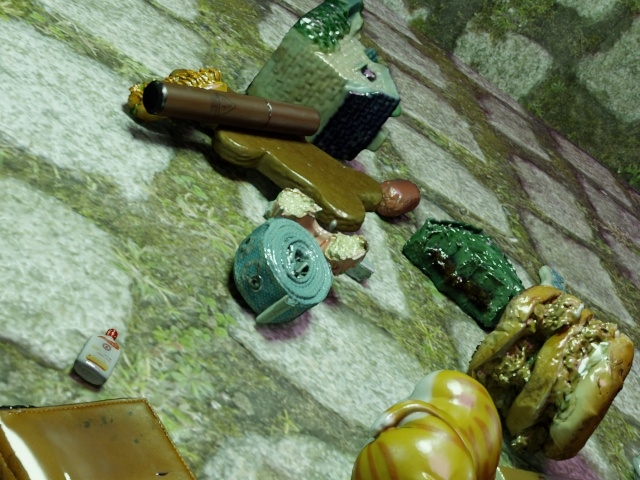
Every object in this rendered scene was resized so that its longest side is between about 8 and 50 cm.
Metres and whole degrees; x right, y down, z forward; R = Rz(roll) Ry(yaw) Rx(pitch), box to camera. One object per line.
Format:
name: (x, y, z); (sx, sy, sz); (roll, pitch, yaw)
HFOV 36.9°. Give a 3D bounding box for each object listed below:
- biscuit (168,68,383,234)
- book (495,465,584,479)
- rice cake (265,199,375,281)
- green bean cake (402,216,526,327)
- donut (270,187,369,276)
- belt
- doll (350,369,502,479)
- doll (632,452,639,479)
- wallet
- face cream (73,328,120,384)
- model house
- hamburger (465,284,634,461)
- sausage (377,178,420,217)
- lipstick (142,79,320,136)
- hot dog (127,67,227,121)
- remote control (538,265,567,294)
biscuit: (-0.091, -0.157, 1.662); (0.432, 0.064, 0.283); (34, 23, 6)
book: (0.390, 0.435, 1.416); (0.296, 0.020, 0.207); (19, 31, -39)
rice cake: (0.000, 0.000, 1.572); (0.211, 0.034, 0.043); (34, 21, -14)
green bean cake: (0.279, 0.061, 1.794); (0.193, 0.107, 0.208); (15, 36, -47)
donut: (-0.013, 0.002, 1.471); (0.166, 0.117, 0.065); (36, 51, 13)
belt: (-0.057, 0.044, 1.357); (0.163, 0.082, 0.147); (2, 55, -59)
doll: (0.128, 0.266, 1.157); (0.162, 0.166, 0.270); (45, 27, 14)
doll: (0.592, 0.419, 1.674); (0.102, 0.075, 0.227); (30, 34, 0)
wallet: (-0.208, 0.218, 0.891); (0.196, 0.042, 0.161); (3, 39, -51)
face cream: (-0.236, 0.121, 1.032); (0.040, 0.021, 0.083); (36, 24, -12)
model house: (0.048, -0.318, 1.950); (0.284, 0.243, 0.298); (45, 35, -2)
hamburger: (0.356, 0.217, 1.511); (0.211, 0.260, 0.245); (33, -24, 21)
sausage: (0.150, -0.086, 1.897); (0.076, 0.076, 0.141); (48, 25, 17)
lipstick: (-0.136, -0.212, 1.565); (0.357, 0.057, 0.057); (2, 45, -49)
hot dog: (-0.227, -0.240, 1.550); (0.188, 0.055, 0.072); (-24, 52, -34)
remote control: (0.531, 0.102, 2.181); (0.074, 0.032, 0.122); (38, 25, -7)
